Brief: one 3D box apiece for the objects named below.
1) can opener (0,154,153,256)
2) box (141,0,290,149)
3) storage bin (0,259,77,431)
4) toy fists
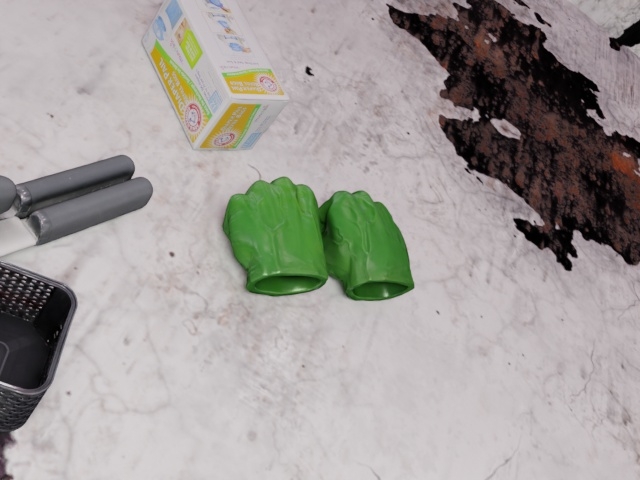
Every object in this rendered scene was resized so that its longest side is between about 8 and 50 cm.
[{"bbox_3d":[-0.293,-0.039,0.841,0.074,0.093,0.280,51,37,11],"label":"can opener"},{"bbox_3d":[-0.147,-0.235,1.095,0.103,0.114,0.203,-7,61,-43],"label":"box"},{"bbox_3d":[-0.327,0.081,0.710,0.180,0.084,0.122,23,45,-20],"label":"storage bin"},{"bbox_3d":[0.000,0.000,1.029,0.279,0.096,0.142,6,62,-36],"label":"toy fists"}]
